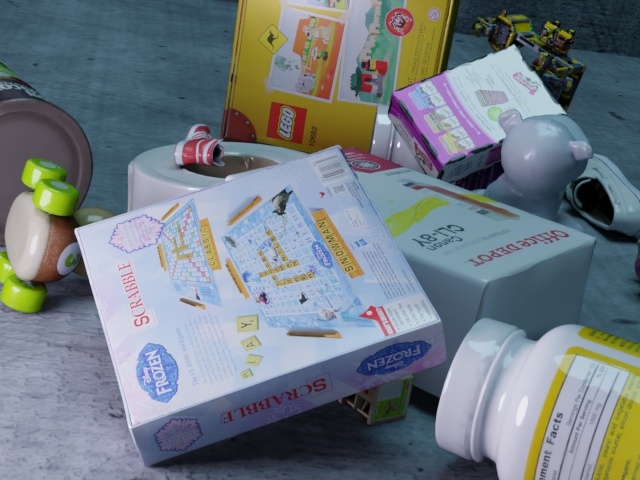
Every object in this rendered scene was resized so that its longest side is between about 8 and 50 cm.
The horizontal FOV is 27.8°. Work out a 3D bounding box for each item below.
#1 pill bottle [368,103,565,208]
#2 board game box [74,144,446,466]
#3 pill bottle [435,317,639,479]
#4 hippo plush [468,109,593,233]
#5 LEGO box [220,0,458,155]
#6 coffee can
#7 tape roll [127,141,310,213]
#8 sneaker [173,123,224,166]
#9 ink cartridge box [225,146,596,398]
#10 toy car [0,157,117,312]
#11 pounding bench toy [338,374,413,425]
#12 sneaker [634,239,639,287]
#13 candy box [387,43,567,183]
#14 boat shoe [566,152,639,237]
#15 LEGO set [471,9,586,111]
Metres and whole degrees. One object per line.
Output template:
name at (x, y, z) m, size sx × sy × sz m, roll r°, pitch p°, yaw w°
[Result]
pill bottle at (0.244, -0.141, 2.151) m, size 0.323 × 0.181 × 0.181 m, roll 9°, pitch 20°, yaw 0°
board game box at (-0.074, 0.054, 1.355) m, size 0.318 × 0.066 × 0.319 m, roll -18°, pitch 41°, yaw -8°
pill bottle at (0.290, 0.192, 1.244) m, size 0.334 × 0.188 × 0.188 m, roll 19°, pitch 22°, yaw 23°
hippo plush at (0.282, -0.081, 1.920) m, size 0.234 × 0.237 × 0.294 m, roll 18°, pitch 21°, yaw 23°
LEGO box at (0.051, -0.399, 2.303) m, size 0.372 × 0.500 × 0.193 m, roll 13°, pitch 21°, yaw 7°
coffee can at (-0.459, -0.135, 1.776) m, size 0.201 × 0.202 × 0.275 m, roll -3°, pitch 23°, yaw -32°
tape roll at (-0.129, -0.061, 1.836) m, size 0.286 × 0.100 × 0.286 m, roll 3°, pitch 18°, yaw -1°
sneaker at (-0.158, -0.134, 1.823) m, size 0.067 × 0.042 × 0.118 m, roll 3°, pitch 25°, yaw 12°
ink cartridge box at (0.102, 0.028, 1.589) m, size 0.384 × 0.160 × 0.279 m, roll 23°, pitch 24°, yaw 32°
toy car at (-0.282, 0.007, 1.571) m, size 0.188 × 0.155 × 0.149 m, roll 14°, pitch 16°, yaw -27°
pounding bench toy at (0.061, 0.147, 1.412) m, size 0.052 × 0.083 × 0.065 m, roll -7°, pitch 26°, yaw -37°
sneaker at (0.516, 0.057, 1.873) m, size 0.111 × 0.103 × 0.252 m, roll 6°, pitch 13°, yaw 2°
candy box at (0.245, -0.197, 2.036) m, size 0.233 × 0.071 × 0.159 m, roll -23°, pitch 64°, yaw -17°
boat shoe at (0.472, -0.082, 2.236) m, size 0.088 × 0.096 × 0.267 m, roll 6°, pitch 28°, yaw -23°
LEGO set at (0.315, -0.244, 2.327) m, size 0.192 × 0.331 × 0.255 m, roll -12°, pitch 49°, yaw -42°
